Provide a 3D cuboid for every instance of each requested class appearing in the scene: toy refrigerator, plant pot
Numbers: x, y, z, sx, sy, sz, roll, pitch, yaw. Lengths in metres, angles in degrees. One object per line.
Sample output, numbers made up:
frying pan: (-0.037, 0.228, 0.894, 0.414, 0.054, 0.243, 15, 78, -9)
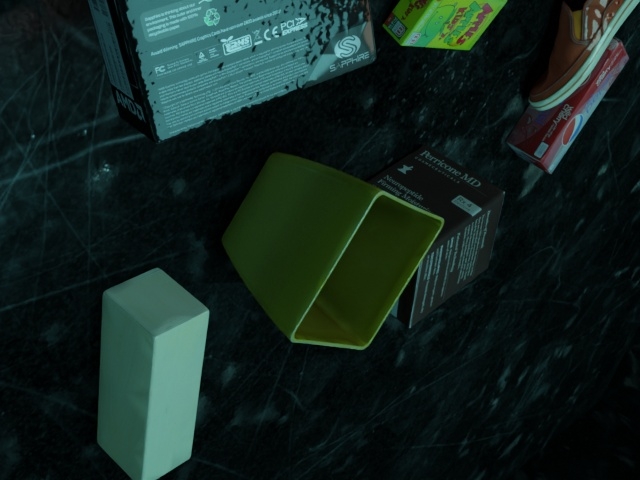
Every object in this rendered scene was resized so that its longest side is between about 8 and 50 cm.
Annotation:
toy refrigerator: (-0.214, 0.176, 1.188, 0.094, 0.102, 0.269, -26, 140, -40)
plant pot: (0.000, 0.000, 1.228, 0.212, 0.187, 0.212, -59, 151, 8)

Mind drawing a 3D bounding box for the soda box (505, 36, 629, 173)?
soda box: (0.458, -0.261, 1.729, 0.263, 0.083, 0.092, -57, 151, 5)

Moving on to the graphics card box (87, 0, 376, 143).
graphics card box: (-0.089, -0.288, 0.746, 0.233, 0.094, 0.371, -26, 123, -23)

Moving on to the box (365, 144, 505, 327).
box: (0.150, -0.009, 1.455, 0.203, 0.168, 0.167, -34, 144, -32)

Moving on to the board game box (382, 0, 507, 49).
board game box: (0.173, -0.312, 1.279, 0.181, 0.043, 0.092, -11, 145, -51)

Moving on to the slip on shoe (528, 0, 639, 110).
slip on shoe: (0.447, -0.371, 1.596, 0.331, 0.101, 0.123, -60, -170, 32)
